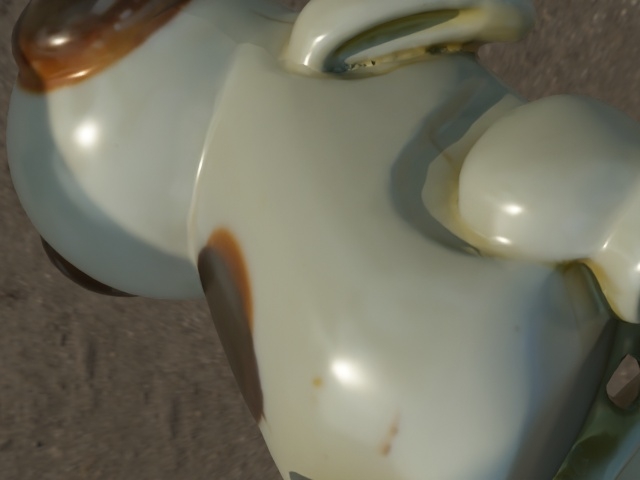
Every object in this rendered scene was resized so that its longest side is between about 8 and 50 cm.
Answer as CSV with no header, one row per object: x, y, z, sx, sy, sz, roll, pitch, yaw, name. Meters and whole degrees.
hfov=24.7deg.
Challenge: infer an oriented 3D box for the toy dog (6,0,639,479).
0.000,0.000,0.827,0.408,0.284,0.395,34,63,29,toy dog
